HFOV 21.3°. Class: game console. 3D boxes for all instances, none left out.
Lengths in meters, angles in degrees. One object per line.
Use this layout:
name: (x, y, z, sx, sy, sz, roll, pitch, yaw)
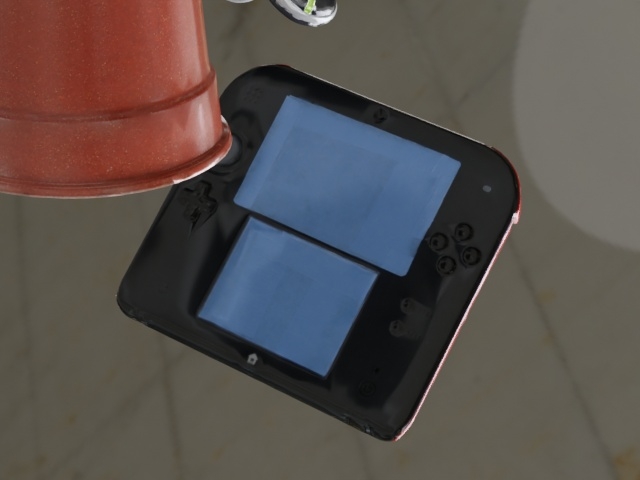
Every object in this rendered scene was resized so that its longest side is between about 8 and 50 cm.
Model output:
game console: (0.000, 0.000, 1.899, 0.387, 0.060, 0.342, 24, -104, 23)

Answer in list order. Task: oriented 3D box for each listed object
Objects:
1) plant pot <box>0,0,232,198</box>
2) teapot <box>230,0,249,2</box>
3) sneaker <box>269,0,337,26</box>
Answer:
plant pot: (-0.216, -0.210, 1.512, 0.272, 0.272, 0.265, -130, -144, -58)
teapot: (-0.077, -0.510, 2.461, 0.187, 0.252, 0.256, 15, -121, 13)
sneaker: (-0.034, -0.322, 1.831, 0.097, 0.235, 0.084, -26, -136, 23)
